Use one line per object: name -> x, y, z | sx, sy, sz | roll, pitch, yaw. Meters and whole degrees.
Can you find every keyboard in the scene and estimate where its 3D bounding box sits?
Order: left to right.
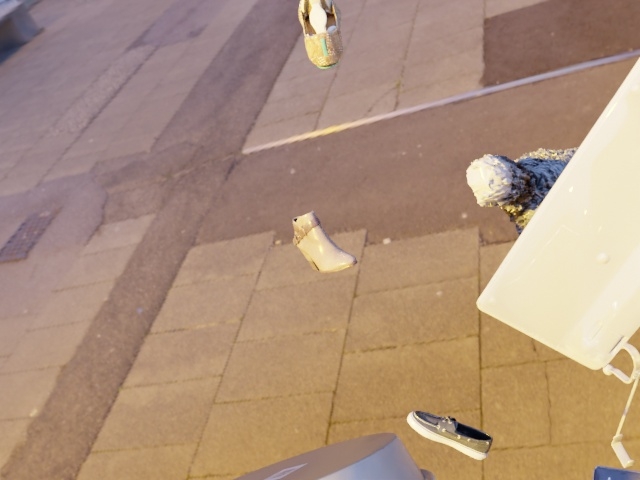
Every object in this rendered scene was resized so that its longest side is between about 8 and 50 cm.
keyboard -> 0.162, -0.051, 0.281 | 0.072, 0.256, 0.014 | 31, 27, 8

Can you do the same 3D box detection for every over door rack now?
over door rack -> 0.689, 0.284, 1.288 | 0.239, 0.324, 0.108 | -15, 35, 0

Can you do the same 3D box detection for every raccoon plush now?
raccoon plush -> 0.474, -0.085, 1.121 | 0.299, 0.216, 0.446 | -18, -3, 32

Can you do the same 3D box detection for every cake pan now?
cake pan -> -0.034, 0.256, 0.642 | 0.293, 0.293, 0.054 | -20, 79, 7

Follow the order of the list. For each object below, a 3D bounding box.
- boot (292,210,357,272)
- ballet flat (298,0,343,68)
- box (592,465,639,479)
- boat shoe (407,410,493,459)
boot -> 0.000, 0.000, 0.940 | 0.042, 0.087, 0.118 | -27, 10, -34
ballet flat -> 0.000, -0.362, 1.062 | 0.073, 0.067, 0.206 | -14, 49, 2
box -> 0.497, 0.377, 0.699 | 0.296, 0.294, 0.183 | -24, 47, 62
boat shoe -> 0.213, 0.309, 1.078 | 0.142, 0.040, 0.049 | 24, 20, 5
